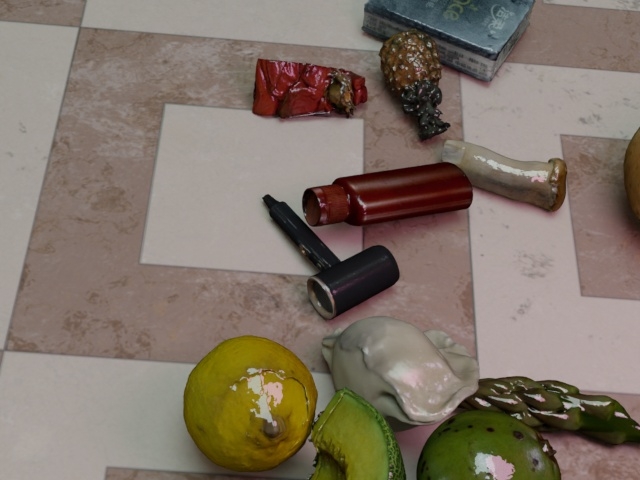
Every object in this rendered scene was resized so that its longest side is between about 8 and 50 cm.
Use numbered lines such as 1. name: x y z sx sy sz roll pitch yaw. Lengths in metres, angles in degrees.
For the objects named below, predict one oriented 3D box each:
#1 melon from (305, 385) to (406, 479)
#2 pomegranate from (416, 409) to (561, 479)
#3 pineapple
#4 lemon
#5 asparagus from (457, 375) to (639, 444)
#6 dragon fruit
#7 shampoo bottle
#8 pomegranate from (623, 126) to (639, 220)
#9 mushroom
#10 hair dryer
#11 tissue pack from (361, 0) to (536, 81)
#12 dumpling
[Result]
1. melon: 0.037 0.333 1.397 0.169 0.129 0.265 16 68 52
2. pomegranate: 0.185 0.320 1.453 0.248 0.202 0.202 -31 56 10
3. pineapple: 0.162 -0.253 1.943 0.108 0.108 0.197 -8 67 -12
4. lemon: -0.090 0.207 1.494 0.181 0.180 0.193 19 19 9
5. asparagus: 0.314 0.227 1.594 0.287 0.080 0.080 6 52 0
6. dragon fruit: -0.017 -0.244 1.943 0.192 0.122 0.092 5 91 -6
7. shampoo bottle: 0.100 -0.068 1.770 0.260 0.064 0.102 -10 36 -27
8. pomegranate: 0.593 -0.101 1.775 0.260 0.260 0.260 3 52 -4
9. mushroom: 0.292 -0.111 1.853 0.209 0.084 0.071 17 32 11
10. hair dryer: 0.000 0.000 1.748 0.128 0.070 0.255 -25 54 -23
11. tissue pack: 0.227 -0.400 2.065 0.257 0.081 0.185 25 54 14
12. dumpling: 0.114 0.174 1.571 0.193 0.147 0.258 -9 23 -23
